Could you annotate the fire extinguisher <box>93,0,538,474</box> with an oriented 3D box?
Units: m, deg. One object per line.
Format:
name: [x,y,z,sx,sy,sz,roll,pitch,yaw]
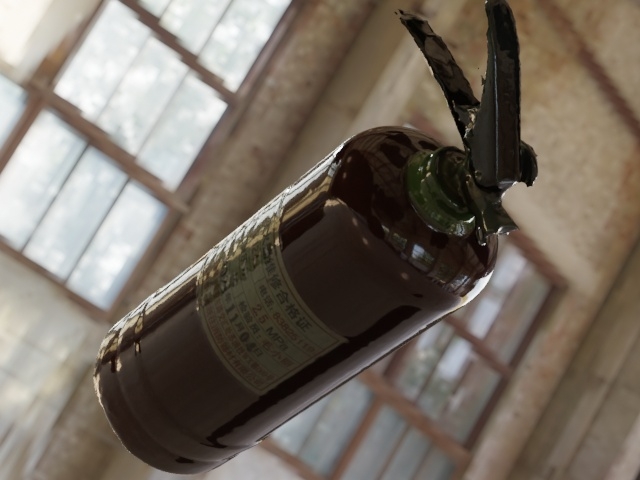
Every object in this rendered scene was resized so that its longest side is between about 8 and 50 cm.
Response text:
fire extinguisher: [0.000,0.000,0.685,0.071,0.099,0.231,-3,-26,-40]
